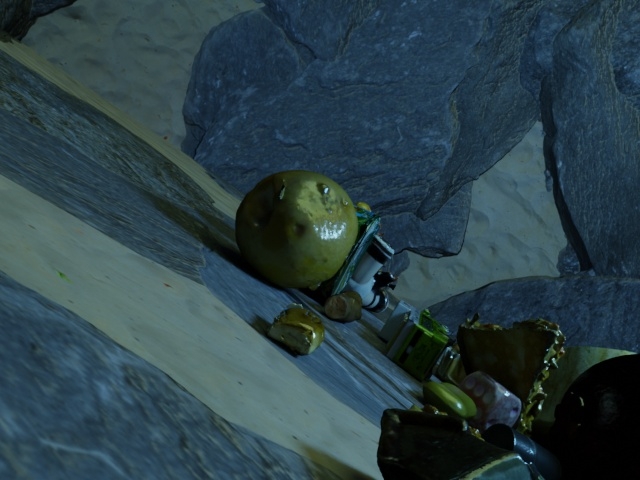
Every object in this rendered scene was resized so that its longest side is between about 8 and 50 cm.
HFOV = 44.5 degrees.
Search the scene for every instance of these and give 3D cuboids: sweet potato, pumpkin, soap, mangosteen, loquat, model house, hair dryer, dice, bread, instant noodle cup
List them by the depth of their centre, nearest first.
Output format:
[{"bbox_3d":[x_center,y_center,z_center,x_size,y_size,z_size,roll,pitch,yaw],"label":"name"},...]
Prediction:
[{"bbox_3d":[0.110,0.227,0.690,0.152,0.106,0.166,20,-47,56],"label":"model house"},{"bbox_3d":[-0.028,0.120,1.060,0.072,0.053,0.106,32,8,5],"label":"bread"},{"bbox_3d":[0.317,0.356,1.103,0.124,0.071,0.219,34,10,-24],"label":"hair dryer"},{"bbox_3d":[0.547,0.348,1.264,0.346,0.307,0.307,24,4,-4],"label":"mangosteen"},{"bbox_3d":[0.224,0.279,1.356,0.089,0.045,0.140,33,4,26],"label":"soap"},{"bbox_3d":[0.306,0.302,1.441,0.091,0.094,0.093,31,4,-39],"label":"dice"},{"bbox_3d":[-0.040,-0.017,1.459,0.243,0.244,0.244,35,3,-2],"label":"loquat"},{"bbox_3d":[0.585,0.349,1.598,0.332,0.199,0.332,21,-22,9],"label":"pumpkin"},{"bbox_3d":[0.059,0.136,1.635,0.067,0.059,0.281,45,6,7],"label":"sweet potato"},{"bbox_3d":[0.000,0.000,1.680,0.178,0.240,0.240,30,2,10],"label":"instant noodle cup"},{"bbox_3d":[0.357,0.305,1.825,0.136,0.107,0.241,33,2,22],"label":"bread"}]

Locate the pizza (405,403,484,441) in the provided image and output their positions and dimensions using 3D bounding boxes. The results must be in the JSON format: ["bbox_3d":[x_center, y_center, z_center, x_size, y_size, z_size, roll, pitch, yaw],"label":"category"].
[{"bbox_3d":[0.191,0.276,1.077,0.175,0.046,0.134,35,3,2],"label":"pizza"}]

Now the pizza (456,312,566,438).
[{"bbox_3d":[0.361,0.221,1.523,0.074,0.288,0.251,-6,38,-30],"label":"pizza"}]

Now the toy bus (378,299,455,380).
[{"bbox_3d":[0.202,0.208,1.666,0.139,0.113,0.301,32,4,6],"label":"toy bus"}]

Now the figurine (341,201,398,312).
[{"bbox_3d":[0.063,0.025,2.096,0.323,0.196,0.320,48,-32,41],"label":"figurine"}]
